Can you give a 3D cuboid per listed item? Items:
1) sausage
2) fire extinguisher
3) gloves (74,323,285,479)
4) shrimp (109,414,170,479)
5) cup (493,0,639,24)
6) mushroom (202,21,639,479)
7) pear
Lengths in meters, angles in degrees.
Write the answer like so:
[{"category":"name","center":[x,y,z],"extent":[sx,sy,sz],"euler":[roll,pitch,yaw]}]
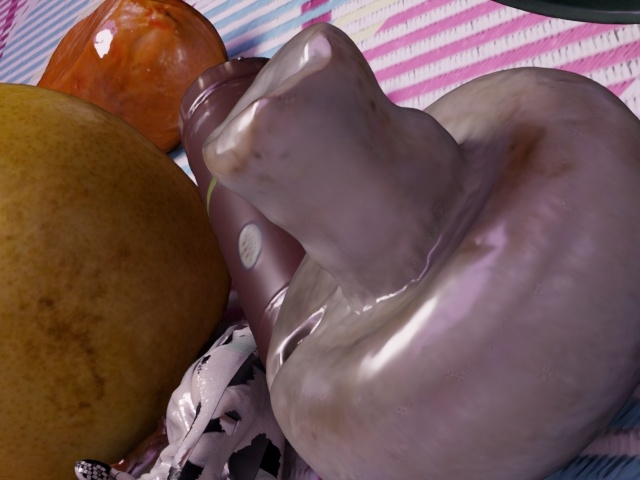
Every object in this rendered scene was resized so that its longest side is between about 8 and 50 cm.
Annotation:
[{"category":"sausage","center":[-0.190,-0.158,1.686],"extent":[0.268,0.141,0.153],"euler":[-28,36,58]},{"category":"fire extinguisher","center":[0.000,0.000,1.061],"extent":[0.141,0.105,0.341],"euler":[-38,38,10]},{"category":"gloves","center":[-0.080,0.152,1.048],"extent":[0.127,0.111,0.212],"euler":[-10,46,39]},{"category":"shrimp","center":[-0.145,0.189,1.164],"extent":[0.187,0.051,0.132],"euler":[-50,-10,14]},{"category":"cup","center":[0.131,-0.363,0.922],"extent":[0.310,0.401,0.392],"euler":[107,-174,-58]},{"category":"mushroom","center":[0.042,0.002,0.809],"extent":[0.243,0.243,0.243],"euler":[-47,23,27]},{"category":"pear","center":[-0.227,0.035,1.256],"extent":[0.314,0.314,0.314],"euler":[-47,23,27]}]
